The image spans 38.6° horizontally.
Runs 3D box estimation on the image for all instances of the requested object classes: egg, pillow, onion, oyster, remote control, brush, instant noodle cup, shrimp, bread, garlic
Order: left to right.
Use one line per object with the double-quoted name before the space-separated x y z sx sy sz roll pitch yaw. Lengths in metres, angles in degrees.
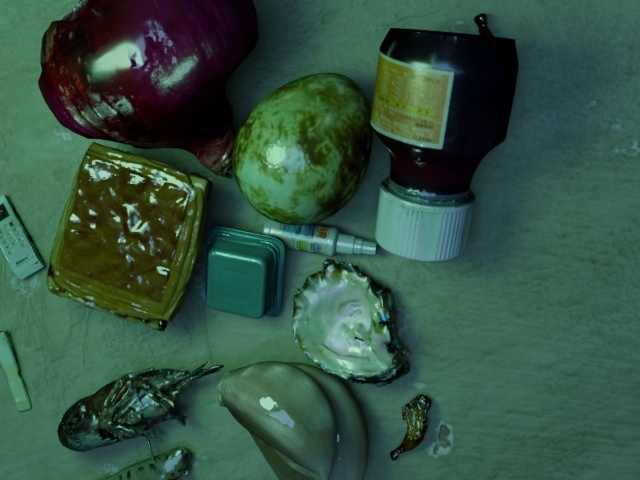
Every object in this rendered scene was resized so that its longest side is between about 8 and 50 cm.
"brush" -0.635 0.267 1.885 0.033 0.030 0.179 -13 105 4
"remote control" -0.621 -0.006 1.849 0.065 0.029 0.166 -30 86 13
"bread" -0.346 -0.014 1.732 0.277 0.167 0.325 19 108 6
"pillow" -0.359 0.495 1.851 0.241 0.051 0.093 -24 87 10
"shrimp" -0.346 0.339 1.802 0.372 0.137 0.172 -15 130 18
"onion" -0.265 -0.274 1.606 0.398 0.398 0.420 -24 109 11
"instant noodle cup" -0.152 0.071 1.733 0.157 0.070 0.179 11 120 10
"garlic" -0.042 0.372 1.696 0.246 0.231 0.340 -26 86 9
"egg" -0.025 -0.165 1.629 0.238 0.238 0.289 33 78 4
"oyster" 0.065 0.164 1.728 0.259 0.092 0.198 38 101 13

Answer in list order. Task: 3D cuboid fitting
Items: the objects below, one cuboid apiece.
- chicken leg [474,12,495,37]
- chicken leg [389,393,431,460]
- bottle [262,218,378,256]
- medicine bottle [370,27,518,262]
"chicken leg" 0.300 -0.302 1.653 0.093 0.053 0.205 17 95 22
"chicken leg" 0.175 0.363 1.756 0.062 0.037 0.145 19 99 29
"bottle" 0.000 0.000 1.731 0.217 0.060 0.060 11 98 8
"medicine bottle" 0.195 -0.163 1.571 0.242 0.242 0.395 11 108 8
